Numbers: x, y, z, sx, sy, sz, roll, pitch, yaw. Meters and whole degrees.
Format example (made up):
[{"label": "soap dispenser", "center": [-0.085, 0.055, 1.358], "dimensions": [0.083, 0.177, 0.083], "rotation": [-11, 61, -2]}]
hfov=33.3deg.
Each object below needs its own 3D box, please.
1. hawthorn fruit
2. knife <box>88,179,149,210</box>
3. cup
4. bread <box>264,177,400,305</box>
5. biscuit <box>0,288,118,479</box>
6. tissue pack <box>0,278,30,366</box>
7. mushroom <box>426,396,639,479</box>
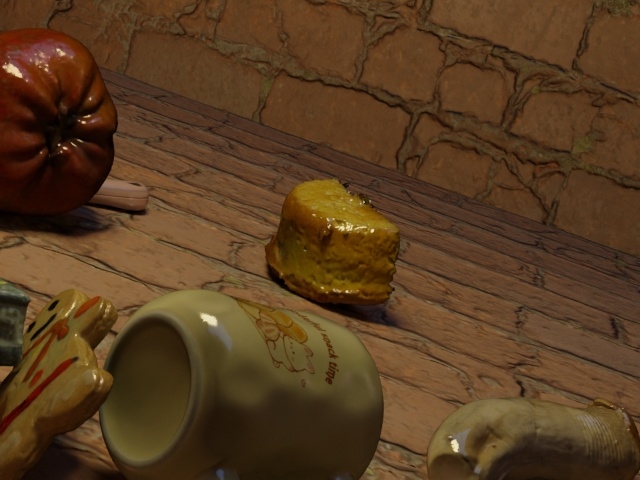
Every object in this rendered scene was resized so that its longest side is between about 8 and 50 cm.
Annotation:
[{"label": "hawthorn fruit", "center": [-0.447, -0.173, 1.543], "dimensions": [0.298, 0.277, 0.277], "rotation": [8, 4, 39]}, {"label": "knife", "center": [-0.433, -0.091, 1.698], "dimensions": [0.336, 0.043, 0.081], "rotation": [8, 12, -32]}, {"label": "cup", "center": [-0.065, 0.175, 0.900], "dimensions": [0.173, 0.255, 0.202], "rotation": [-23, -26, 39]}, {"label": "bread", "center": [0.001, 0.004, 1.646], "dimensions": [0.147, 0.160, 0.260], "rotation": [4, 24, -28]}, {"label": "biscuit", "center": [-0.231, 0.109, 0.905], "dimensions": [0.030, 0.153, 0.234], "rotation": [46, 11, -24]}, {"label": "tissue pack", "center": [-0.403, 0.054, 0.927], "dimensions": [0.257, 0.081, 0.185], "rotation": [9, -3, -30]}, {"label": "mushroom", "center": [0.237, 0.226, 1.185], "dimensions": [0.351, 0.095, 0.122], "rotation": [4, 37, -43]}]
